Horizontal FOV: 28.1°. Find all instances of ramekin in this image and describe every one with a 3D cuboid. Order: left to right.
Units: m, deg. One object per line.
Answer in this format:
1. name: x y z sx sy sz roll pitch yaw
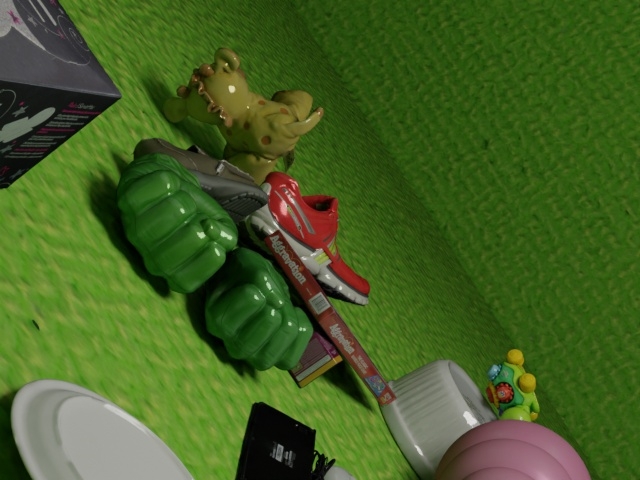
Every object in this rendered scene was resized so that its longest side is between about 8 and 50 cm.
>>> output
1. ramekin: 0.184 0.266 1.814 0.207 0.109 0.207 52 11 -15

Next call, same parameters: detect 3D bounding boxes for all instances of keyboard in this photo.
1. keyboard: -0.037 0.228 1.260 0.100 0.038 0.192 30 16 -5

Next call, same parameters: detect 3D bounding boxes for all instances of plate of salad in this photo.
1. plate of salad: -0.144 0.178 0.902 0.200 0.048 0.200 42 12 -10

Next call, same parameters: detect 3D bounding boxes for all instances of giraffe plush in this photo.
1. giraffe plush: -0.117 -0.174 1.745 0.170 0.181 0.210 39 -1 -17

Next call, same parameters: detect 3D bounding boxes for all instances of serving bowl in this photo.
1. serving bowl: 0.030 0.275 1.374 0.083 0.027 0.083 51 13 -17

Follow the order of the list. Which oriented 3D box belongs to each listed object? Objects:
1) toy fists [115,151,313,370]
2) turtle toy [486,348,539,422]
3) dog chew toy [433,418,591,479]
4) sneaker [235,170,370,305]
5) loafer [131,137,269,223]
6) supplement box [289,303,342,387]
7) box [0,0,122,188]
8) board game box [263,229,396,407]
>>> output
1. toy fists: -0.110 0.027 1.350 0.279 0.096 0.142 51 13 -26
2. turtle toy: 0.280 0.228 1.863 0.130 0.066 0.095 -110 -175 -46
3. dog chew toy: 0.223 0.326 1.539 0.206 0.206 0.332 57 10 10
4. sneaker: 0.000 0.000 1.726 0.107 0.118 0.279 16 -17 38
5. loafer: -0.140 -0.072 1.509 0.087 0.094 0.251 63 14 17
6. supplement box: -0.021 0.126 1.526 0.083 0.055 0.043 56 10 5
7. box: -0.289 -0.143 0.994 0.163 0.142 0.247 56 11 5
8. board game box: 0.016 0.105 1.638 0.145 0.027 0.281 56 0 33
